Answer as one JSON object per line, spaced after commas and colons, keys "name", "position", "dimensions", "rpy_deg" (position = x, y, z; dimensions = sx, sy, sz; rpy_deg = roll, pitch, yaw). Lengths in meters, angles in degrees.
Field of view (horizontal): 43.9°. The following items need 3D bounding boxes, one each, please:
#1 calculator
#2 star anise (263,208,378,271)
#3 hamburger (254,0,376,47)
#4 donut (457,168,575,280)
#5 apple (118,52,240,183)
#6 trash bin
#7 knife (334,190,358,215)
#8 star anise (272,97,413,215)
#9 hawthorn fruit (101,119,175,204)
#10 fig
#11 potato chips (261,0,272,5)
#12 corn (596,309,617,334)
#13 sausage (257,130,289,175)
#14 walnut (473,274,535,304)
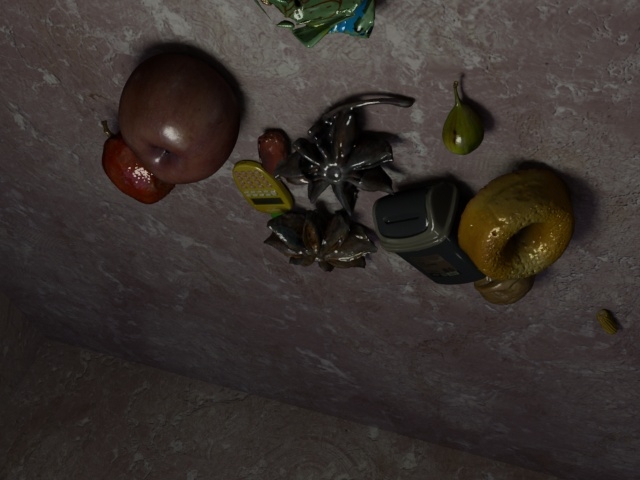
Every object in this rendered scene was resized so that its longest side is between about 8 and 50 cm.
{"name": "calculator", "position": [-0.152, -0.133, 2.170], "dimensions": [0.146, 0.032, 0.235], "rpy_deg": [1, 142, 34]}
{"name": "star anise", "position": [-0.002, 0.000, 2.191], "dimensions": [0.331, 0.118, 0.332], "rpy_deg": [9, 151, 5]}
{"name": "hamburger", "position": [-0.036, -0.469, 1.433], "dimensions": [0.275, 0.151, 0.261], "rpy_deg": [15, 148, 13]}
{"name": "donut", "position": [0.443, -0.021, 1.760], "dimensions": [0.277, 0.109, 0.278], "rpy_deg": [-10, 137, -10]}
{"name": "apple", "position": [-0.332, -0.278, 1.851], "dimensions": [0.305, 0.235, 0.306], "rpy_deg": [16, 148, 10]}
{"name": "trash bin", "position": [0.278, -0.020, 1.925], "dimensions": [0.209, 0.182, 0.290], "rpy_deg": [-11, 142, 42]}
{"name": "knife", "position": [0.079, -0.114, 2.055], "dimensions": [0.045, 0.021, 0.222], "rpy_deg": [25, 151, 1]}
{"name": "star anise", "position": [0.061, -0.198, 1.841], "dimensions": [0.359, 0.139, 0.316], "rpy_deg": [-5, 140, 16]}
{"name": "hawthorn fruit", "position": [-0.483, -0.220, 2.096], "dimensions": [0.253, 0.205, 0.205], "rpy_deg": [39, 147, -14]}
{"name": "fig", "position": [0.303, -0.253, 1.635], "dimensions": [0.093, 0.093, 0.166], "rpy_deg": [17, 131, 10]}
{"name": "potato chips", "position": [-0.156, -0.533, 1.529], "dimensions": [0.026, 0.037, 0.204], "rpy_deg": [7, 153, 43]}
{"name": "corn", "position": [0.763, 0.217, 2.118], "dimensions": [0.037, 0.037, 0.092], "rpy_deg": [-5, 141, 39]}
{"name": "sausage", "position": [-0.115, -0.215, 1.973], "dimensions": [0.076, 0.076, 0.141], "rpy_deg": [14, 147, 14]}
{"name": "walnut", "position": [0.459, 0.088, 2.009], "dimensions": [0.166, 0.149, 0.167], "rpy_deg": [14, 123, 23]}
